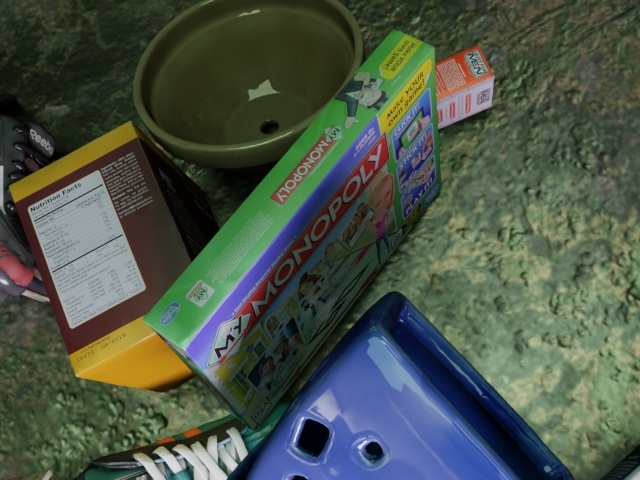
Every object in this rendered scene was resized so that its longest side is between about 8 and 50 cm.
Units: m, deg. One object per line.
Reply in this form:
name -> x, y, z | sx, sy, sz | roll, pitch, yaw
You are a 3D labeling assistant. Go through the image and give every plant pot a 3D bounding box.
plant pot -> 0.055, 0.200, 0.575 | 0.212, 0.236, 0.236 | -45, 84, 8
plant pot -> -0.066, -0.151, 0.789 | 0.237, 0.110, 0.238 | -6, 56, 8

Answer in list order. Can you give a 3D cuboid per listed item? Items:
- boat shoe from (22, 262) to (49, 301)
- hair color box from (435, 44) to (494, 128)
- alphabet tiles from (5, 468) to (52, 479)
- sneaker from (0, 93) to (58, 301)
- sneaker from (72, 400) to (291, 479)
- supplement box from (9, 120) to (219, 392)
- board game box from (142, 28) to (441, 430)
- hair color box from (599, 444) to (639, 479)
boat shoe -> -0.285, 0.051, 0.823 | 0.136, 0.049, 0.043 | 14, 75, 19
hair color box -> 0.108, -0.144, 0.788 | 0.141, 0.072, 0.043 | -22, 72, 3
alphabet tiles -> -0.373, 0.309, 0.687 | 0.237, 0.009, 0.198 | -21, 26, 32
sneaker -> -0.349, -0.063, 0.823 | 0.135, 0.098, 0.276 | -28, 57, -2
sneaker -> -0.142, 0.238, 0.700 | 0.302, 0.121, 0.108 | -27, 70, 1
supplement box -> -0.168, 0.026, 0.729 | 0.129, 0.191, 0.194 | -27, 71, 3
board game box -> 0.000, 0.000, 0.661 | 0.046, 0.213, 0.317 | 31, 71, 24
hair color box -> 0.241, 0.316, 0.612 | 0.347, 0.105, 0.174 | -40, 70, -2
